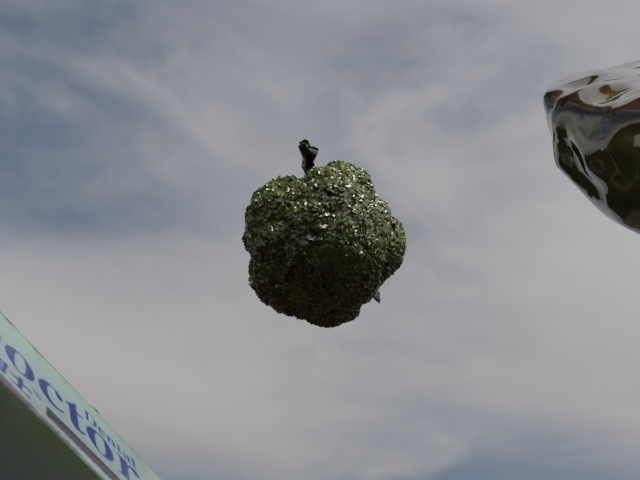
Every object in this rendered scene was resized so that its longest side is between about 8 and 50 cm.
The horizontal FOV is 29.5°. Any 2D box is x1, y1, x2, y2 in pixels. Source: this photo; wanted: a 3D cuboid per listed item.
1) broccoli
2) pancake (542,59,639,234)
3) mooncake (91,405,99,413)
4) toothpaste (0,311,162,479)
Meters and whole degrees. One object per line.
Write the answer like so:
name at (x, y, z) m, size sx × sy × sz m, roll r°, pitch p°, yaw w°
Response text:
broccoli at (0.000, 0.000, 0.942) m, size 0.131 × 0.130 × 0.120 m, roll 27°, pitch 8°, yaw -15°
pancake at (0.207, -0.055, 0.338) m, size 0.294 × 0.049 × 0.294 m, roll -15°, pitch 12°, yaw 3°
mooncake at (-0.321, 0.234, 0.909) m, size 0.350 × 0.212 × 0.381 m, roll 8°, pitch -31°, yaw -30°
toothpaste at (-0.086, 0.126, 0.447) m, size 0.081 × 0.067 × 0.336 m, roll -38°, pitch -61°, yaw -2°
